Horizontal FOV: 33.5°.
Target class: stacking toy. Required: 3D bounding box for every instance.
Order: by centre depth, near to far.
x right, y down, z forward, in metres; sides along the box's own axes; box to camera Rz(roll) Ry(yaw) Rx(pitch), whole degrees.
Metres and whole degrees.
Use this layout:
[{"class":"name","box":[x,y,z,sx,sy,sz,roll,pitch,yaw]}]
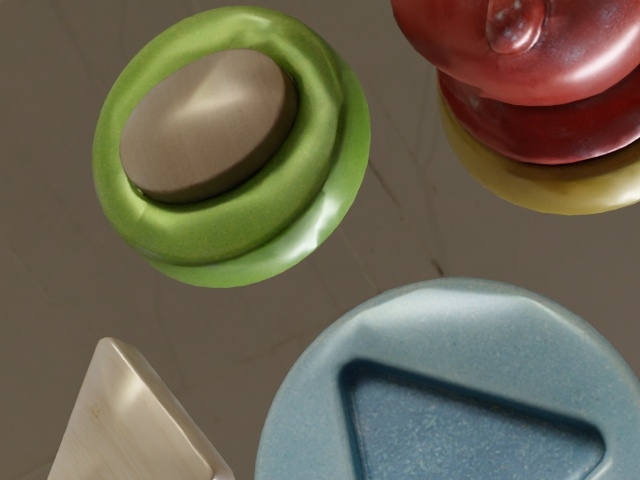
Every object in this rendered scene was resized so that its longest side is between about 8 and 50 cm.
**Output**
[{"class":"stacking toy","box":[0.000,0.000,0.394,0.279,0.309,0.130,2,-17,22]}]
